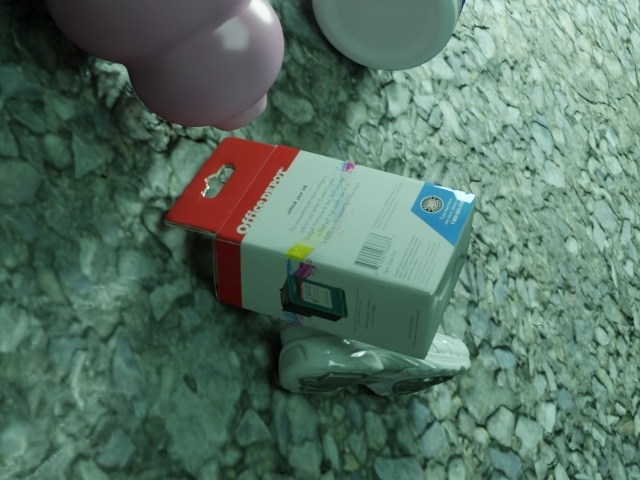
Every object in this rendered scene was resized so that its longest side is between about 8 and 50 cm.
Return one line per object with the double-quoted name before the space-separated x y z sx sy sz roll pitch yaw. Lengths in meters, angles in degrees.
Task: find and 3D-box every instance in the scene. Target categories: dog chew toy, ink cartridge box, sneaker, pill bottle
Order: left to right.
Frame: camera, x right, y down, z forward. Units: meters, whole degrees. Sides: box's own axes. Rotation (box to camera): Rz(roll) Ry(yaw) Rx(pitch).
"dog chew toy" -0.140 -0.233 0.849 0.332 0.206 0.207 59 39 -22
"ink cartridge box" 0.000 0.000 0.925 0.134 0.231 0.078 -60 159 -44
"sneaker" 0.054 0.078 1.002 0.232 0.090 0.115 12 60 -46
"pill bottle" 0.098 -0.316 1.187 0.153 0.153 0.265 46 43 -24
